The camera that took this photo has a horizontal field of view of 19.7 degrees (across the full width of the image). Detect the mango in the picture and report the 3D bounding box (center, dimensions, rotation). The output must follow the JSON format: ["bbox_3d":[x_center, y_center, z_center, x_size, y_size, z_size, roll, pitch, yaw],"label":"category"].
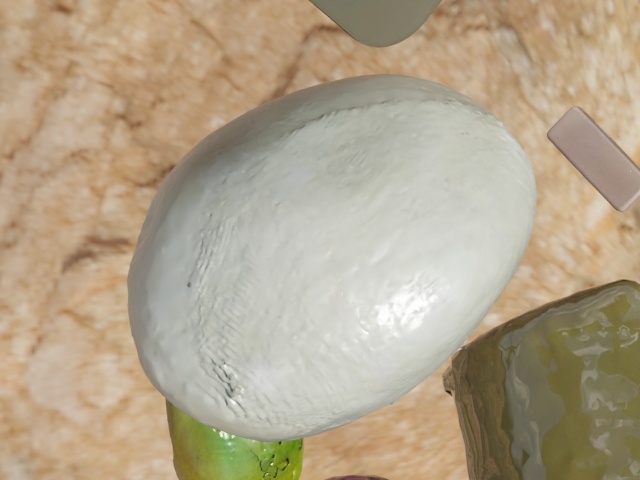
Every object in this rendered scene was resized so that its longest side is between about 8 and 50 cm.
[{"bbox_3d":[-0.069,0.133,1.466,0.111,0.233,0.125,-11,42,-10],"label":"mango"}]

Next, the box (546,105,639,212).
[{"bbox_3d":[0.284,-0.083,1.875,0.048,0.025,0.115,-47,73,16],"label":"box"}]

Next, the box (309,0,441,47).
[{"bbox_3d":[0.026,-0.121,0.492,0.126,0.091,0.031,-52,47,5],"label":"box"}]

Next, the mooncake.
[{"bbox_3d":[0.335,0.178,1.881,0.394,0.393,0.246,-8,80,-19],"label":"mooncake"}]

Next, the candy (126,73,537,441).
[{"bbox_3d":[0.000,0.000,1.186,0.295,0.295,0.185,-32,118,9],"label":"candy"}]

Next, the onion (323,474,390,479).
[{"bbox_3d":[0.007,0.308,1.584,0.163,0.230,0.230,41,95,-1],"label":"onion"}]
